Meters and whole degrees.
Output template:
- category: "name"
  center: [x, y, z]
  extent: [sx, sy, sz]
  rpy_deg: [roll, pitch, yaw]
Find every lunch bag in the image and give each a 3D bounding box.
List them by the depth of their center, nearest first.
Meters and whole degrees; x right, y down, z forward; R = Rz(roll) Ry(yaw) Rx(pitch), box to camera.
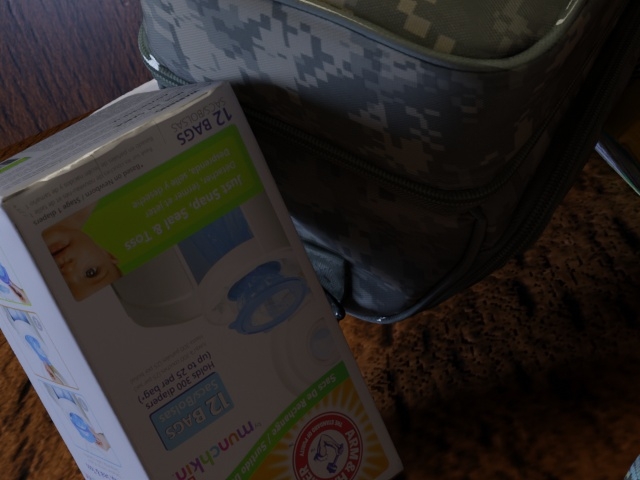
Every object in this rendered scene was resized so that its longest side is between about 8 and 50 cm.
- category: "lunch bag"
  center: [0.064, -0.130, 0.607]
  extent: [0.213, 0.256, 0.305]
  rpy_deg: [25, 61, 14]

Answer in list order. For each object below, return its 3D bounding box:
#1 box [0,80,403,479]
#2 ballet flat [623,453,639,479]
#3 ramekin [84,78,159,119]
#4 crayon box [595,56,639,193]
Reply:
- category: "box"
  center: [-0.066, 0.045, 0.531]
  extent: [0.114, 0.203, 0.103]
  rpy_deg: [-33, 19, -28]
- category: "ballet flat"
  center: [0.125, 0.115, 0.324]
  extent: [0.070, 0.070, 0.188]
  rpy_deg: [-23, 14, 5]
- category: "ramekin"
  center: [-0.089, -0.108, 1.169]
  extent: [0.277, 0.135, 0.277]
  rpy_deg: [-23, 17, 7]
- category: "crayon box"
  center: [0.291, -0.164, 0.730]
  extent: [0.313, 0.106, 0.363]
  rpy_deg: [-40, 13, 12]
